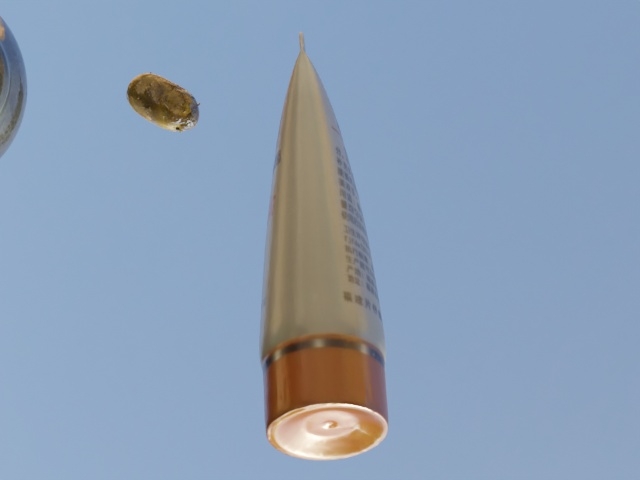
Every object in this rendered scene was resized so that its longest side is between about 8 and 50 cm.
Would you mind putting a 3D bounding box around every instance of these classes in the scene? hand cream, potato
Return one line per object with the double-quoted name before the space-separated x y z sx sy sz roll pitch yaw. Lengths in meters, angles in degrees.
"hand cream" 0.000 0.000 1.160 0.089 0.140 0.314 -3 -127 4
"potato" -0.160 -0.139 1.610 0.083 0.040 0.051 24 -60 13

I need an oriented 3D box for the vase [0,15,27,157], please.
"vase" -0.242 -0.084 0.908 0.183 0.120 0.120 -5 -112 60
